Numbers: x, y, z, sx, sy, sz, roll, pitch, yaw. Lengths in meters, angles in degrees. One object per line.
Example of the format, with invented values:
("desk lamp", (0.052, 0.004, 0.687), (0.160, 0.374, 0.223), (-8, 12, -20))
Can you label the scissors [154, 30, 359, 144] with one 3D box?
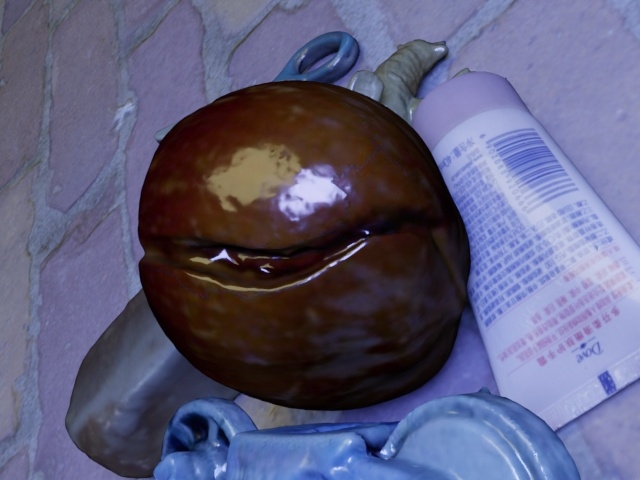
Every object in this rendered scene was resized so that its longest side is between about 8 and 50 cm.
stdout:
("scissors", (-0.079, -0.135, 0.998), (0.289, 0.041, 0.138), (-11, 53, 41))

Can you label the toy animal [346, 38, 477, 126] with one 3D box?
("toy animal", (0.045, -0.086, 0.782), (0.218, 0.103, 0.101), (-62, 11, -2))

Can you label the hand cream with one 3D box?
("hand cream", (0.138, -0.003, 0.612), (0.133, 0.083, 0.247), (-40, 48, 27))

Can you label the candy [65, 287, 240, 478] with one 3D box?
("candy", (-0.119, 0.094, 0.806), (0.234, 0.102, 0.104), (-45, 36, 13))

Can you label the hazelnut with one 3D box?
("hazelnut", (0.000, 0.000, 0.619), (0.218, 0.234, 0.218), (-8, 54, 11))

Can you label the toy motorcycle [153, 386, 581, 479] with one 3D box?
("toy motorcycle", (0.002, 0.202, 0.500), (0.319, 0.182, 0.241), (-12, 54, 47))
